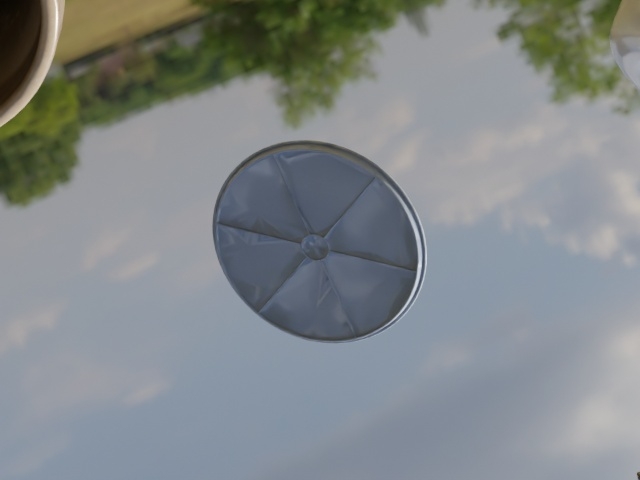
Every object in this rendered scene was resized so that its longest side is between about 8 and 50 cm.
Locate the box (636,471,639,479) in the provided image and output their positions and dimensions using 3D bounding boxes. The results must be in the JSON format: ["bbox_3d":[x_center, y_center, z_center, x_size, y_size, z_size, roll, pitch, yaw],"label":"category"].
[{"bbox_3d":[0.325,0.277,1.189,0.073,0.293,0.295,-11,170,-14],"label":"box"}]

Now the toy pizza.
[{"bbox_3d":[0.000,0.000,1.590,0.201,0.201,0.032,-19,-162,27],"label":"toy pizza"}]

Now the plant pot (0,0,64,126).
[{"bbox_3d":[-0.325,-0.240,1.461,0.263,0.263,0.229,-21,-153,16],"label":"plant pot"}]

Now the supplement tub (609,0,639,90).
[{"bbox_3d":[0.339,-0.201,1.055,0.316,0.228,0.228,-61,-166,-4],"label":"supplement tub"}]
